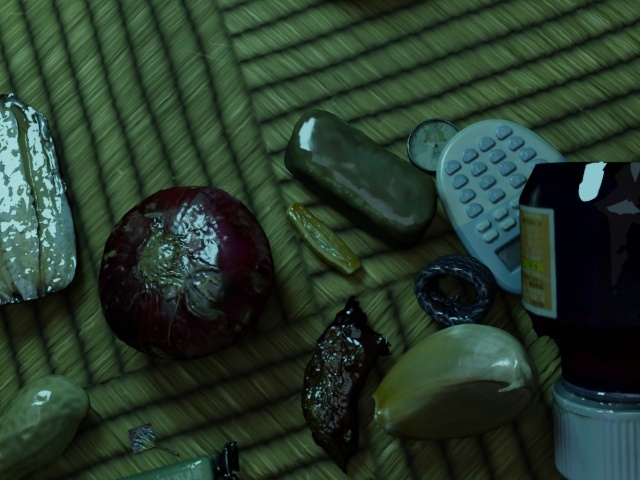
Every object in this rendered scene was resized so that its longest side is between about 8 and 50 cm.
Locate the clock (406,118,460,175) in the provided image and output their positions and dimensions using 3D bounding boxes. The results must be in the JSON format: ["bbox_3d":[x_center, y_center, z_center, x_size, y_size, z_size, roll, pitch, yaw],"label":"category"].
[{"bbox_3d":[0.167,-0.137,1.266,0.085,0.017,0.085,-1,78,6],"label":"clock"}]

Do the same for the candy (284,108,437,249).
[{"bbox_3d":[0.057,-0.086,1.225,0.234,0.104,0.102,34,79,11],"label":"candy"}]

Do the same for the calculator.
[{"bbox_3d":[0.285,-0.033,1.212,0.188,0.042,0.302,-34,82,-2],"label":"calculator"}]

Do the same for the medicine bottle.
[{"bbox_3d":[0.357,0.101,1.057,0.243,0.242,0.394,2,97,7],"label":"medicine bottle"}]

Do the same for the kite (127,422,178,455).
[{"bbox_3d":[-0.237,0.281,1.233,0.078,0.002,0.044,0,78,8],"label":"kite"}]

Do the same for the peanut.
[{"bbox_3d":[-0.434,0.281,1.200,0.257,0.123,0.123,-43,77,-6],"label":"peanut"}]

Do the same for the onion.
[{"bbox_3d":[-0.180,0.049,1.183,0.247,0.190,0.246,-9,62,18],"label":"onion"}]

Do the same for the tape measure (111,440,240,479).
[{"bbox_3d":[-0.201,0.396,1.149,0.235,0.115,0.207,-16,75,3],"label":"tape measure"}]

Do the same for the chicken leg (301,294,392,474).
[{"bbox_3d":[0.029,0.192,1.192,0.105,0.063,0.233,17,83,14],"label":"chicken leg"}]

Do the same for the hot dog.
[{"bbox_3d":[0.000,0.001,1.251,0.137,0.028,0.044,43,60,10],"label":"hot dog"}]

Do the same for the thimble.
[{"bbox_3d":[0.184,0.067,1.182,0.104,0.066,0.095,44,115,13],"label":"thimble"}]

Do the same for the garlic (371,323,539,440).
[{"bbox_3d":[0.182,0.184,1.104,0.245,0.164,0.145,-30,84,44],"label":"garlic"}]

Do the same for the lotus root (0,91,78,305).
[{"bbox_3d":[-0.460,-0.060,1.298,0.167,0.078,0.329,-7,75,-18],"label":"lotus root"}]
